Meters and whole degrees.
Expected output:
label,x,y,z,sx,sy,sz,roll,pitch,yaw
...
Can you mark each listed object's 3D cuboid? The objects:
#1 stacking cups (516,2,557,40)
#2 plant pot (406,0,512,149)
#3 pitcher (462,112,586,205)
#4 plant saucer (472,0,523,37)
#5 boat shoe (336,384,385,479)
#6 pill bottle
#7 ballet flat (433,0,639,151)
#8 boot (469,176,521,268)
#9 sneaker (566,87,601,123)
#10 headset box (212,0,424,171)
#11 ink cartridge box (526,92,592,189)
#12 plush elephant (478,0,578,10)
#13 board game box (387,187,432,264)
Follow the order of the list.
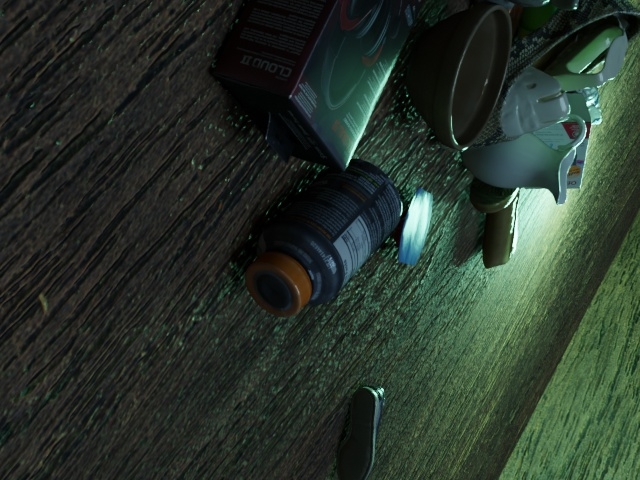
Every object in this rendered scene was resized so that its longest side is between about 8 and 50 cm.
label,x,y,z,sx,sy,sz,roll,pitch,yaw
stacking cups,0.410,-0.496,1.911,0.096,0.096,0.316,-52,146,-34
plant pot,0.211,-0.272,1.630,0.237,0.109,0.237,-47,148,-41
pitcher,0.394,-0.179,1.962,0.178,0.207,0.125,-67,156,-6
plant saucer,0.317,-0.421,1.821,0.200,0.037,0.200,-44,144,-44
boat shoe,0.084,0.369,1.906,0.065,0.075,0.206,-10,113,-59
pill bottle,0.000,0.000,1.378,0.246,0.130,0.130,-45,146,-42
ballet flat,0.415,-0.302,1.820,0.482,0.182,0.164,-40,138,-24
boot,0.382,-0.043,2.191,0.236,0.089,0.270,-46,148,-41
sneaker,0.581,-0.333,2.391,0.296,0.111,0.131,-18,107,-62
headset box,0.002,-0.236,1.221,0.293,0.110,0.218,-65,156,-11
ink cartridge box,0.507,-0.215,2.217,0.127,0.128,0.176,-88,177,-50
plush elephant,0.356,-0.485,1.596,0.330,0.272,0.256,-22,120,-22
board game box,0.156,-0.027,1.802,0.168,0.033,0.133,13,92,-71
